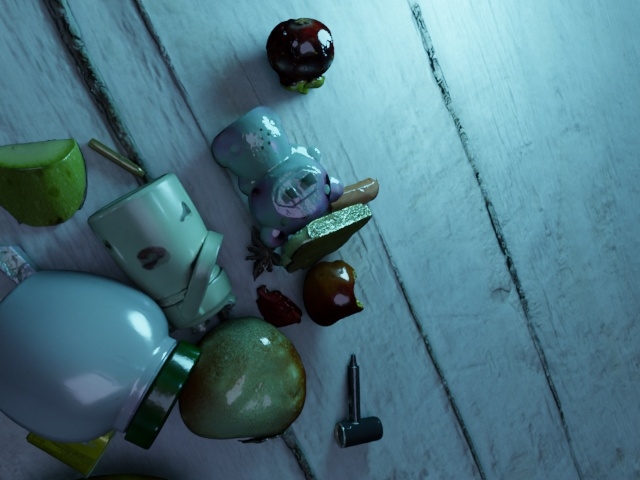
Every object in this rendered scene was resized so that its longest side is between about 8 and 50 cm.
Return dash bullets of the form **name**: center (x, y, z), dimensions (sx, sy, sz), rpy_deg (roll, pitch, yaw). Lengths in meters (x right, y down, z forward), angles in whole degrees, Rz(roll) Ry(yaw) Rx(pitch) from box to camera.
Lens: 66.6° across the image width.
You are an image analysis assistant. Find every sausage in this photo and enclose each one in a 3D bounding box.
- **sausage**: center (-0.459, -0.185, 1.099), dimensions (0.132, 0.024, 0.024), rpy_deg (34, 82, -20)
- **sausage**: center (0.089, -0.122, 1.306), dimensions (0.169, 0.065, 0.065), rpy_deg (-19, 101, -19)

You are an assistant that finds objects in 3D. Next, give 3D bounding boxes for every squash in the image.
- **squash**: center (-0.590, -0.119, 1.019), dimensions (0.191, 0.085, 0.184), rpy_deg (-12, 98, -19)

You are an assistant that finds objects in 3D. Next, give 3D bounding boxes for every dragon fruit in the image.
- **dragon fruit**: center (-0.105, 0.167, 1.250), dimensions (0.097, 0.063, 0.131), rpy_deg (-31, 105, -17)

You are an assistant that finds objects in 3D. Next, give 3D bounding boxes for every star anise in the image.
- **star anise**: center (-0.147, 0.023, 1.228), dimensions (0.124, 0.056, 0.129), rpy_deg (-28, 101, -43)

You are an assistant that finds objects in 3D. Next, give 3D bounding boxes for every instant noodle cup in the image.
- **instant noodle cup**: center (-0.511, 0.383, 1.041), dimensions (0.152, 0.205, 0.205), rpy_deg (30, 83, -15)

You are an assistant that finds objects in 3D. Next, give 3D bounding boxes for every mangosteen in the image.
- **mangosteen**: center (-0.046, -0.441, 1.181), dimensions (0.166, 0.166, 0.180), rpy_deg (-21, 126, -19)

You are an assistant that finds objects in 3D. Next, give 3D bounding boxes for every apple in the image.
- **apple**: center (0.024, 0.133, 1.254), dimensions (0.146, 0.156, 0.159), rpy_deg (-21, 81, -23)

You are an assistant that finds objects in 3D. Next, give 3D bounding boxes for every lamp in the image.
- **lamp**: center (-0.097, -0.158, 1.136), dimensions (0.247, 0.247, 0.301), rpy_deg (-38, 100, -17)

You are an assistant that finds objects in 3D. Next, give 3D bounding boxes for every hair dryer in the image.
- **hair dryer**: center (0.110, 0.444, 1.365), dimensions (0.128, 0.070, 0.256), rpy_deg (1, 90, -22)

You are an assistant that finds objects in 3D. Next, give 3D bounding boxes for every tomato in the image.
- **tomato**: center (-0.173, 0.339, 1.143), dimensions (0.303, 0.239, 0.304), rpy_deg (-2, 94, -26)

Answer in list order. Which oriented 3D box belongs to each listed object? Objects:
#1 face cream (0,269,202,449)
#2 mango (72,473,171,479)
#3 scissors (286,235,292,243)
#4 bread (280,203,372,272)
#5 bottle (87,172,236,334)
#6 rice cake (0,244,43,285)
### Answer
- **face cream**: center (-0.433, 0.224, 0.935), dimensions (0.356, 0.219, 0.313), rpy_deg (29, 50, -5)
- **mango**: center (-0.455, 0.645, 1.061), dimensions (0.444, 0.221, 0.302), rpy_deg (19, 116, -18)
- **scissors**: center (-0.009, -0.025, 1.301), dimensions (0.189, 0.015, 0.100), rpy_deg (-46, 110, -15)
- **bread**: center (0.000, 0.000, 1.202), dimensions (0.286, 0.207, 0.056), rpy_deg (-20, 70, -48)
- **bottle**: center (-0.316, 0.043, 1.074), dimensions (0.229, 0.229, 0.352), rpy_deg (-34, 106, -16)
- **rice cake**: center (-0.560, 0.143, 1.060), dimensions (0.056, 0.072, 0.365), rpy_deg (-45, 108, -16)
